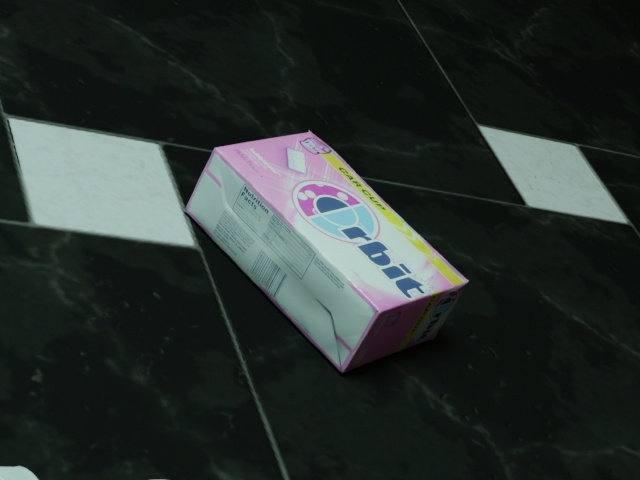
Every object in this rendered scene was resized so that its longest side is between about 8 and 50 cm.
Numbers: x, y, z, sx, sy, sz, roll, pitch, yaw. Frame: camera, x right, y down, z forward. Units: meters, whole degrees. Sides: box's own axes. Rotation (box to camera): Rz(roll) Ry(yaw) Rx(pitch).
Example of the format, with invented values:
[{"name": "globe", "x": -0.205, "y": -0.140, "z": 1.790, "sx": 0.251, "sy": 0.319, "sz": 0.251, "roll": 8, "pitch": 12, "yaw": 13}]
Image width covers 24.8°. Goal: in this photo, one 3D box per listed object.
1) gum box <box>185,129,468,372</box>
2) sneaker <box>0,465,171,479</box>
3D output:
[{"name": "gum box", "x": 0.000, "y": 0.000, "z": 1.047, "sx": 0.188, "sy": 0.062, "sz": 0.107, "roll": 45, "pitch": 35, "yaw": 24}, {"name": "sneaker", "x": -0.138, "y": 0.141, "z": 0.597, "sx": 0.137, "sy": 0.210, "sz": 0.366, "roll": 45, "pitch": 35, "yaw": 24}]
